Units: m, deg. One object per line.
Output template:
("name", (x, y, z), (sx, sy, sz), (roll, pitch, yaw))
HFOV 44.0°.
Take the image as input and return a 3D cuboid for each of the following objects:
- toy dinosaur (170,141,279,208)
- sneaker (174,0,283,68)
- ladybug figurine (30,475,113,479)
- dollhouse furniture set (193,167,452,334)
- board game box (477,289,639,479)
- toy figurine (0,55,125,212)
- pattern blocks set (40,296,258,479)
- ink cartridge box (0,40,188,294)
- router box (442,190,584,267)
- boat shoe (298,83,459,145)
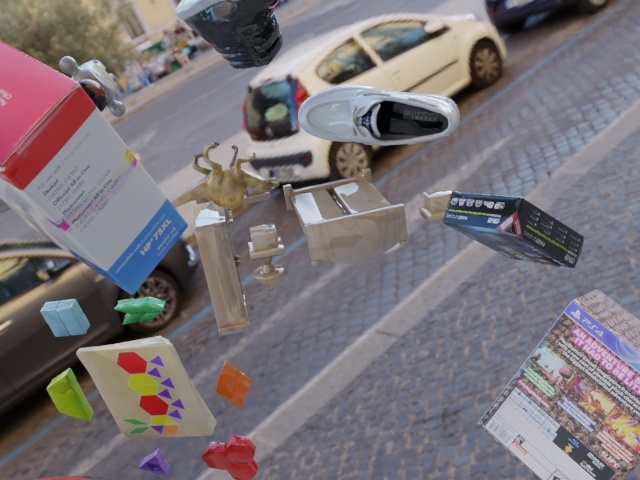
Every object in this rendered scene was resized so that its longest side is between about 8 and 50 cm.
("toy dinosaur", (-0.148, -0.085, 1.112), (0.183, 0.092, 0.053), (-15, -8, -14))
("sneaker", (-0.086, -0.345, 1.187), (0.296, 0.147, 0.104), (-2, 53, 51))
("ladybug figurine", (-0.386, 0.445, 1.085), (0.450, 0.305, 0.161), (-22, 33, 18))
("dollhouse furniture set", (0.000, 0.000, 1.204), (0.356, 0.173, 0.303), (-12, 22, -6))
("board game box", (0.454, 0.270, 1.328), (0.141, 0.232, 0.291), (-8, -46, -55))
("toy figurine", (-0.370, -0.143, 1.071), (0.210, 0.212, 0.148), (2, 25, -7))
("pattern blocks set", (-0.226, 0.200, 1.047), (0.286, 0.324, 0.026), (1, 36, 11))
("ink cartridge box", (-0.206, -0.066, 0.573), (0.134, 0.231, 0.078), (29, 72, 27))
("router box", (0.203, -0.011, 0.832), (0.092, 0.123, 0.038), (11, 79, 52))
("boat shoe", (0.088, -0.196, 1.282), (0.268, 0.096, 0.088), (8, 19, 12))
